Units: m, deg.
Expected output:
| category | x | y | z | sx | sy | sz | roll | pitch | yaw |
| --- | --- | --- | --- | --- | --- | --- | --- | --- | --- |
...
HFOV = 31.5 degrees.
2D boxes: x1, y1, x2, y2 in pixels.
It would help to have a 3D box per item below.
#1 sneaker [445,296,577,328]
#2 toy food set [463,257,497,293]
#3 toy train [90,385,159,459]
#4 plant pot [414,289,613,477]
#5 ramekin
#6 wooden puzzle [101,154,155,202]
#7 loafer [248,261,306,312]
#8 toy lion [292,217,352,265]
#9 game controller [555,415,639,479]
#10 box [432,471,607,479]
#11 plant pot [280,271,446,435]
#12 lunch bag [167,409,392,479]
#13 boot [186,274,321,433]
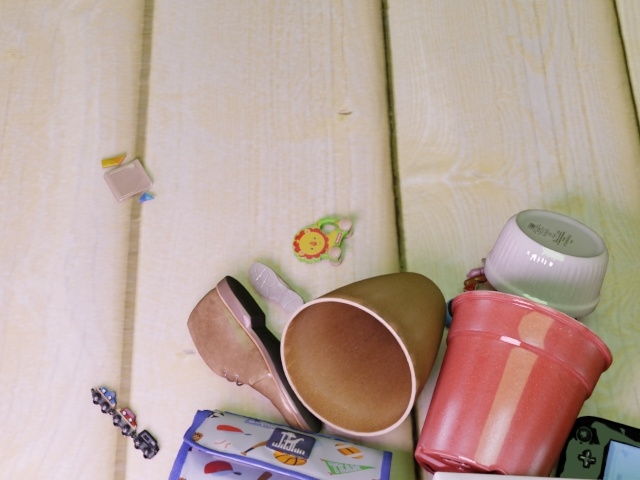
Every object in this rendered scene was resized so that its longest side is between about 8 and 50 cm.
| category | x | y | z | sx | sy | sz | roll | pitch | yaw |
| --- | --- | --- | --- | --- | --- | --- | --- | --- | --- |
| sneaker | 0.327 | 0.131 | 1.953 | 0.232 | 0.090 | 0.081 | 12 | 60 | 3 |
| toy food set | 0.289 | 0.072 | 2.005 | 0.078 | 0.019 | 0.122 | 9 | 33 | 30 |
| toy train | -0.319 | 0.293 | 1.855 | 0.036 | 0.027 | 0.158 | -38 | 69 | -26 |
| plant pot | 0.287 | 0.260 | 1.793 | 0.272 | 0.272 | 0.265 | 22 | 69 | 9 |
| ramekin | 0.394 | 0.033 | 1.951 | 0.207 | 0.109 | 0.207 | 12 | 28 | -7 |
| wooden puzzle | -0.355 | -0.111 | 2.097 | 0.078 | 0.014 | 0.116 | -22 | 63 | -10 |
| loafer | -0.074 | 0.085 | 1.991 | 0.125 | 0.039 | 0.045 | 39 | 98 | 21 |
| toy lion | 0.000 | 0.000 | 2.046 | 0.096 | 0.034 | 0.100 | 14 | 60 | 13 |
| game controller | 0.540 | 0.396 | 1.828 | 0.319 | 0.067 | 0.166 | 15 | 60 | 6 |
| box | 0.328 | 0.470 | 1.617 | 0.345 | 0.168 | 0.215 | 5 | 36 | -8 |
| plant pot | 0.099 | 0.151 | 1.850 | 0.237 | 0.237 | 0.254 | 33 | 35 | 15 |
| lunch bag | -0.076 | 0.432 | 1.681 | 0.328 | 0.239 | 0.385 | 14 | 44 | 5 |
| boot | -0.110 | 0.213 | 1.895 | 0.115 | 0.112 | 0.305 | -39 | 71 | 10 |
